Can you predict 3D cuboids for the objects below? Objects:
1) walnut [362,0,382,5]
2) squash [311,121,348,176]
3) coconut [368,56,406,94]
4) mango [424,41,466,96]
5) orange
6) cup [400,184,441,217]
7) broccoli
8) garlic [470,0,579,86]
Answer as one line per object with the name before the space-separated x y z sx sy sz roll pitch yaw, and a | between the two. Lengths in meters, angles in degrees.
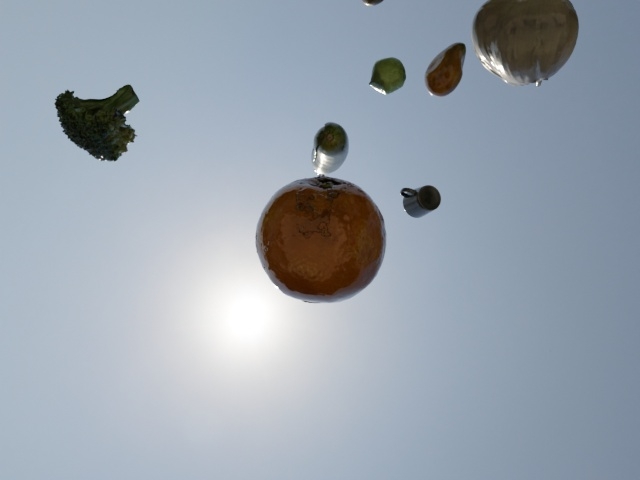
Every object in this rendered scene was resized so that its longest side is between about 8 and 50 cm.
walnut | 0.061 -0.374 0.634 0.143 0.069 0.170 18 -87 -1
squash | 0.022 -0.221 1.334 0.095 0.341 0.094 0 -97 -2
coconut | 0.167 -0.414 1.353 0.096 0.088 0.087 -18 -108 7
mango | 0.334 -0.458 1.440 0.115 0.089 0.164 -35 -150 54
orange | 0.000 0.000 1.003 0.246 0.246 0.245 -5 -103 22
cup | 0.258 -0.110 1.405 0.100 0.077 0.078 28 -106 -12
broccoli | -0.501 -0.289 1.244 0.194 0.194 0.220 -60 -146 2
garlic | 0.361 -0.382 1.011 0.229 0.143 0.177 33 -54 57
